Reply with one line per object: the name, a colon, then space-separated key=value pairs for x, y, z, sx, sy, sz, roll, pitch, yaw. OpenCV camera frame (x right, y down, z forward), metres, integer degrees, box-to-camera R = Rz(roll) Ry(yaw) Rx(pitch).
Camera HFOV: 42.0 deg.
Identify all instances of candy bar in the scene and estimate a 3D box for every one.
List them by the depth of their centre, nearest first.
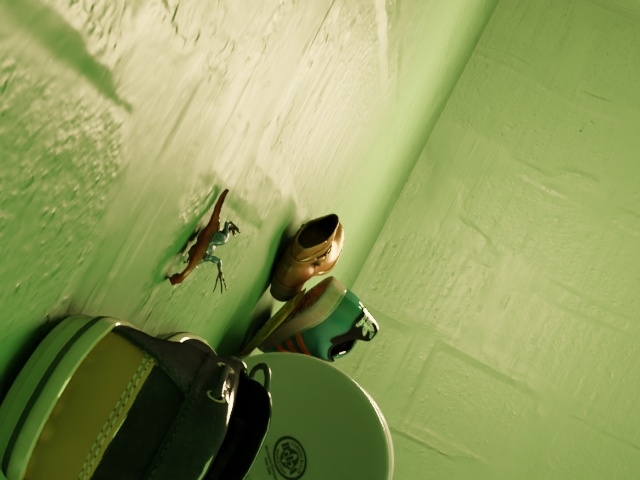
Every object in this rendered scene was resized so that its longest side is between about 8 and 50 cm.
candy bar: x=-0.076 y=0.132 z=1.324 sx=0.161 sy=0.018 sz=0.040 roll=-46 pitch=179 yaw=30

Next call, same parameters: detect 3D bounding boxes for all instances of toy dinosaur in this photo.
toy dinosaur: x=-0.116 y=0.006 z=0.792 sx=0.082 sy=0.047 sz=0.090 roll=-37 pitch=121 yaw=-54

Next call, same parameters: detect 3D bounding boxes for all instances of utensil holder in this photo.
utensil holder: x=-0.042 y=0.342 z=1.302 sx=0.328 sy=0.327 sz=0.385 roll=-62 pitch=171 yaw=-11

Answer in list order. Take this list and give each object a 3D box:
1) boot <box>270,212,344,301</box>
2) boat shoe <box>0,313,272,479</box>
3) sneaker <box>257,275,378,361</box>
boot: x=0.000 y=0.000 z=1.313 sx=0.197 sy=0.073 sz=0.152 roll=-53 pitch=173 yaw=-39
boat shoe: x=-0.132 y=0.177 z=0.764 sx=0.187 sy=0.156 sz=0.500 roll=-63 pitch=174 yaw=-12
sneaker: x=-0.012 y=0.157 z=1.384 sx=0.108 sy=0.121 sz=0.302 roll=-53 pitch=-171 yaw=-28
